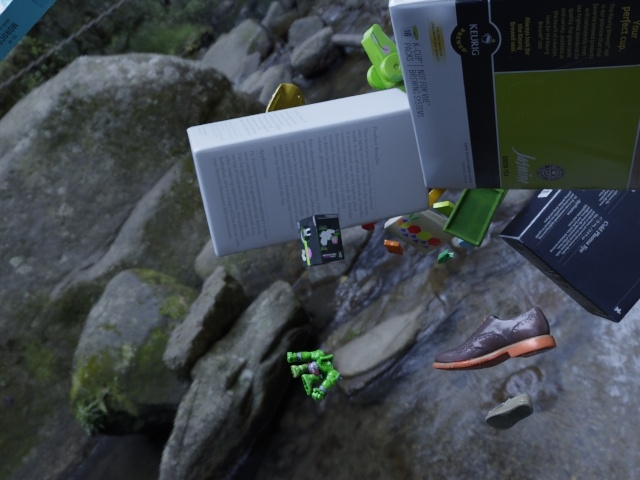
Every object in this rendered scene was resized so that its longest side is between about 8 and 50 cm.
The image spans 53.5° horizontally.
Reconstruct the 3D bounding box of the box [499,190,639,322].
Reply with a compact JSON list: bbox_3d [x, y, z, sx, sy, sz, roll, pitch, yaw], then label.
[{"bbox_3d":[0.680,-0.036,1.545,0.343,0.312,0.179,-49,1,3],"label":"box"}]

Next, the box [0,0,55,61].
[{"bbox_3d":[-0.589,-0.414,1.172,0.244,0.060,0.100,-42,59,11],"label":"box"}]

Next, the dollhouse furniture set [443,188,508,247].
[{"bbox_3d":[0.306,-0.135,1.599,0.197,0.301,0.151,-35,-31,-64],"label":"dollhouse furniture set"}]

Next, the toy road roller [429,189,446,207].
[{"bbox_3d":[0.345,-0.245,2.046,0.329,0.202,0.240,-48,-4,13],"label":"toy road roller"}]

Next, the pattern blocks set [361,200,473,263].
[{"bbox_3d":[0.287,-0.037,1.846,0.285,0.325,0.026,-27,38,41],"label":"pattern blocks set"}]

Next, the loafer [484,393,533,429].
[{"bbox_3d":[0.474,0.428,1.586,0.148,0.056,0.050,-39,7,42],"label":"loafer"}]

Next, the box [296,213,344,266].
[{"bbox_3d":[0.000,0.000,1.105,0.062,0.052,0.083,-17,80,55],"label":"box"}]

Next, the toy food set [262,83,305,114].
[{"bbox_3d":[-0.132,-0.370,1.909,0.071,0.128,0.218,7,64,44],"label":"toy food set"}]

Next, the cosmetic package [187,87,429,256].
[{"bbox_3d":[-0.019,-0.145,1.288,0.453,0.230,0.161,-12,29,-10],"label":"cosmetic package"}]

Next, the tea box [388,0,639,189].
[{"bbox_3d":[0.287,-0.247,0.827,0.323,0.329,0.220,4,57,20],"label":"tea box"}]

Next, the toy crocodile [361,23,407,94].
[{"bbox_3d":[0.206,-0.350,1.490,0.105,0.341,0.115,-33,5,-12],"label":"toy crocodile"}]

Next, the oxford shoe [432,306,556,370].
[{"bbox_3d":[0.359,0.216,1.356,0.271,0.097,0.098,-22,67,30],"label":"oxford shoe"}]

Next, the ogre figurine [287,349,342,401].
[{"bbox_3d":[-0.013,0.406,1.968,0.118,0.097,0.197,-17,21,-23],"label":"ogre figurine"}]
